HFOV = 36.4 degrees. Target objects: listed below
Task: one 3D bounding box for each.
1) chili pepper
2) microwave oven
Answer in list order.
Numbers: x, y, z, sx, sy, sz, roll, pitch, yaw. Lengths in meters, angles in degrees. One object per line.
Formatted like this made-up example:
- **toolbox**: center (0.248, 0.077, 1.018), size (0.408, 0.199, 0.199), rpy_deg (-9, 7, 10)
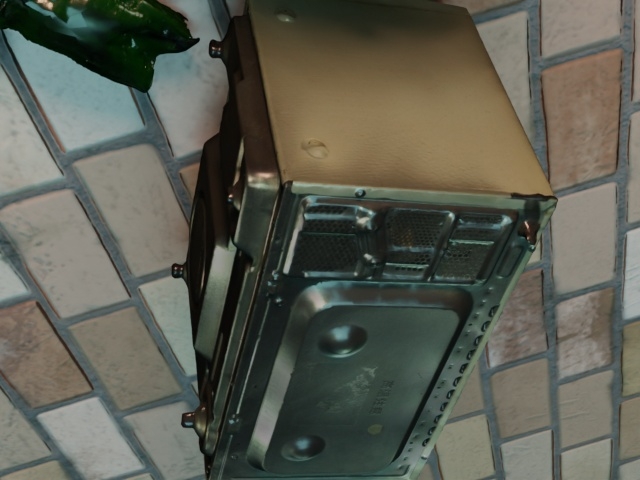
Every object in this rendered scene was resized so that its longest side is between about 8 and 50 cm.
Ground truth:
- **chili pepper**: center (-0.214, -0.197, 0.847), size (0.224, 0.061, 0.098), rpy_deg (19, 119, -29)
- **microwave oven**: center (0.000, 0.000, 0.919), size (0.247, 0.333, 0.394), rpy_deg (4, 133, -14)
